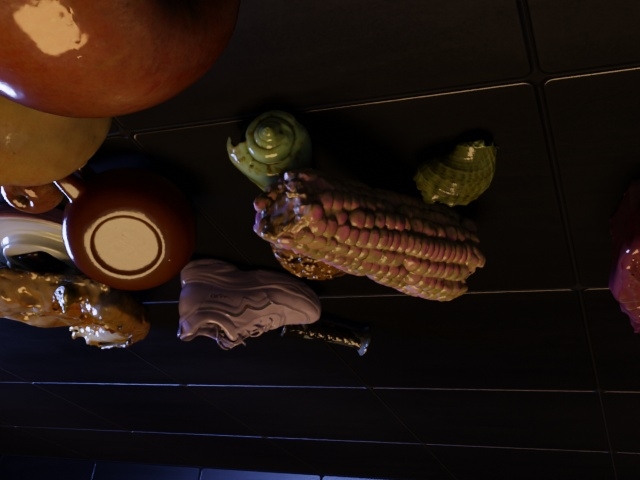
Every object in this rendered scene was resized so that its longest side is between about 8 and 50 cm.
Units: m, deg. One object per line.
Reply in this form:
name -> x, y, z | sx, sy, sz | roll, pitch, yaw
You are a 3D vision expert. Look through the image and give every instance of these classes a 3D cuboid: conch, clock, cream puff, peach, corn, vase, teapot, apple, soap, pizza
conch -> 0.162, -0.079, 0.898 | 0.089, 0.074, 0.121 | -11, 152, -44
clock -> -0.443, 0.017, 1.246 | 0.245, 0.056, 0.244 | 7, 153, 4
cream puff -> -0.002, 0.002, 1.038 | 0.144, 0.103, 0.126 | -4, 152, 28
conch -> -0.058, -0.092, 0.914 | 0.106, 0.079, 0.170 | 17, 158, 14
peach -> -0.321, -0.139, 0.756 | 0.233, 0.232, 0.232 | 7, 153, 3
corn -> 0.067, -0.008, 0.929 | 0.335, 0.126, 0.127 | 18, 153, -39
vase -> 0.008, 0.166, 1.399 | 0.167, 0.059, 0.059 | 16, 152, -15
teapot -> -0.271, -0.037, 1.036 | 0.178, 0.135, 0.252 | -39, 115, 12
apple -> -0.388, -0.077, 1.036 | 0.084, 0.071, 0.084 | 6, 144, 4
soap -> 0.468, 0.029, 0.932 | 0.220, 0.127, 0.325 | -15, 144, 36
apple -> -0.188, -0.209, 0.566 | 0.254, 0.253, 0.253 | 7, 153, 3
pizza -> -0.438, 0.120, 1.321 | 0.392, 0.080, 0.435 | -5, 161, 39

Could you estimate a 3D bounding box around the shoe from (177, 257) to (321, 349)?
shoe -> -0.120, 0.119, 1.261 | 0.245, 0.137, 0.095 | 14, 156, -11
